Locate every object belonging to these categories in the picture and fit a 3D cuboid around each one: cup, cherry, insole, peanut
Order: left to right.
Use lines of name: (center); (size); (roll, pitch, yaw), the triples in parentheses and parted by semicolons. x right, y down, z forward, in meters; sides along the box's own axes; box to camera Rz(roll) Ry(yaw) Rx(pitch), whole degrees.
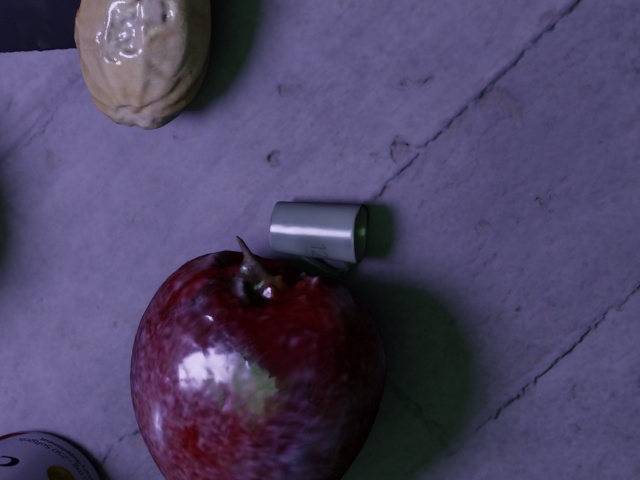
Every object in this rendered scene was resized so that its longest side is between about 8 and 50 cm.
insole: (-0.369, -0.221, 1.427); (0.348, 0.009, 0.119); (-1, 114, 9)
peanut: (-0.148, -0.240, 1.329); (0.130, 0.130, 0.290); (11, 103, 10)
cherry: (-0.060, 0.137, 1.356); (0.230, 0.203, 0.300); (13, 119, 8)
cup: (0.001, -0.005, 1.392); (0.083, 0.075, 0.054); (5, 67, 15)

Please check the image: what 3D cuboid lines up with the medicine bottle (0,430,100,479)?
medicine bottle: (-0.318, 0.295, 1.401); (0.157, 0.288, 0.157); (3, 103, 12)
